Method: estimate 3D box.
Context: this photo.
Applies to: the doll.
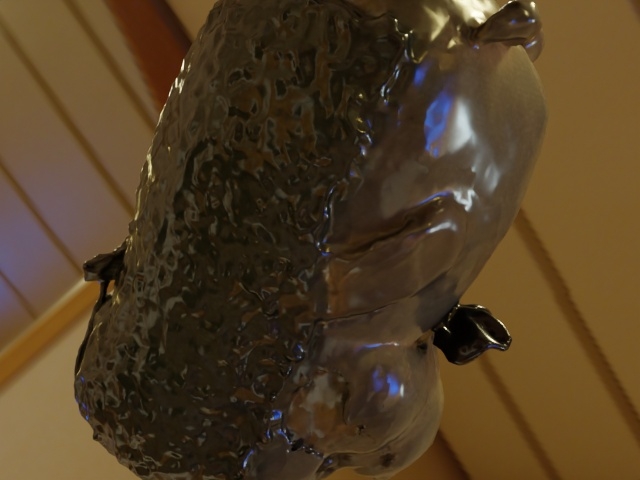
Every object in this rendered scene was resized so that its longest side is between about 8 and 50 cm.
[{"bbox_3d":[0.000,0.000,0.741,0.247,0.349,0.247,31,8,-5],"label":"doll"}]
